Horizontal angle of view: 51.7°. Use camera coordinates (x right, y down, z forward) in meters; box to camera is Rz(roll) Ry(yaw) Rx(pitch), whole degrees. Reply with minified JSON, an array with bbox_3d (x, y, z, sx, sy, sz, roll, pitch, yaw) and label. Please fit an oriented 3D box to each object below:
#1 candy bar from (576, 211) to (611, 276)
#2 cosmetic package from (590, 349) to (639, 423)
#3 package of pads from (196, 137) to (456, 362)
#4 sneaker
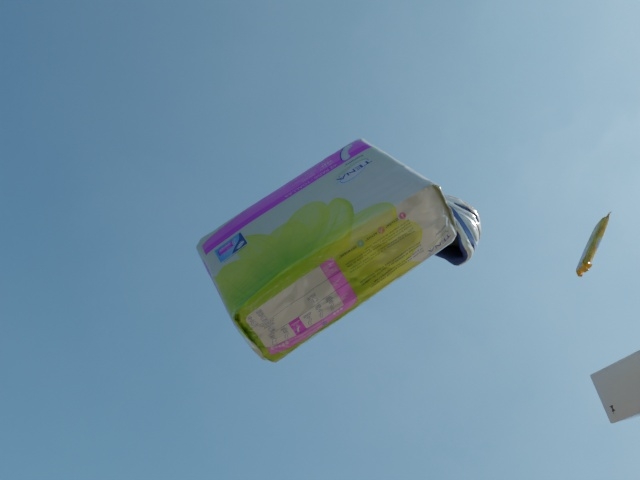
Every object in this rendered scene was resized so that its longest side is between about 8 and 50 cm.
[{"bbox_3d":[0.486,0.005,1.177,0.018,0.161,0.040,32,-39,10],"label":"candy bar"},{"bbox_3d":[0.640,0.164,0.997,0.284,0.098,0.377,-10,-25,-18],"label":"cosmetic package"},{"bbox_3d":[0.000,0.000,0.857,0.296,0.229,0.101,-34,-58,-5],"label":"package of pads"},{"bbox_3d":[0.151,-0.051,1.197,0.296,0.131,0.112,20,-56,4],"label":"sneaker"}]
